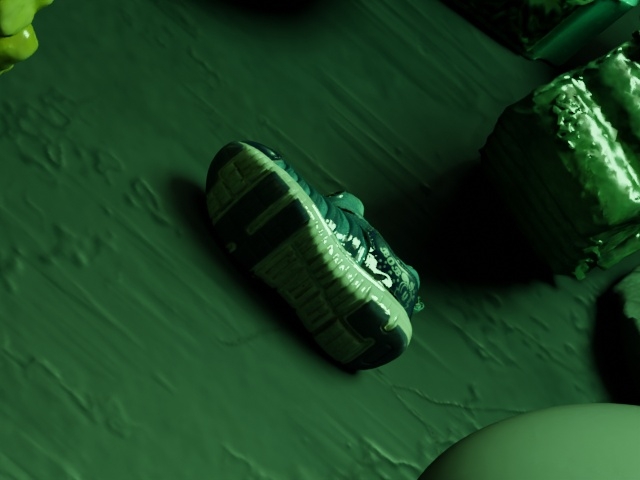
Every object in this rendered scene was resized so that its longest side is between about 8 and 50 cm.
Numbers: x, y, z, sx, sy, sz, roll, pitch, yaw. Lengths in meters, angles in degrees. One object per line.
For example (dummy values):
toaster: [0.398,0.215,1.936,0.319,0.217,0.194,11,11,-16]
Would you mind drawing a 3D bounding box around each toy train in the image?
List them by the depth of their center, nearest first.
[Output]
toy train: [0.137,-0.220,1.272,0.198,0.107,0.154,34,47,-15]

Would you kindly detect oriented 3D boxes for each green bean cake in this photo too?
green bean cake: [0.200,-0.067,1.069,0.107,0.193,0.208,62,-2,9]

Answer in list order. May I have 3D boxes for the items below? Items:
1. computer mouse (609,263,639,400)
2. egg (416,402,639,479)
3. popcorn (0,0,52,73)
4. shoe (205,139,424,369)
computer mouse: [0.342,0.132,1.132,0.374,0.114,0.203,42,38,-4]
egg: [0.143,0.165,0.867,0.232,0.176,0.176,22,44,-24]
popcorn: [-0.204,-0.166,0.848,0.189,0.169,0.218,30,34,-22]
shoe: [0.000,0.000,0.976,0.143,0.064,0.071,46,39,-4]
